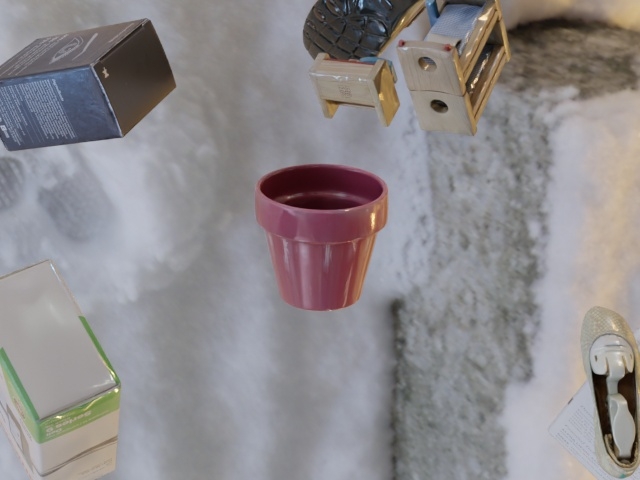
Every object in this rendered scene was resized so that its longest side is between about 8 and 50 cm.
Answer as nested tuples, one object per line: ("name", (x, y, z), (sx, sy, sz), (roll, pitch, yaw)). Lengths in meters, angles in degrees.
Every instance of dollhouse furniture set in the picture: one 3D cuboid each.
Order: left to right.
("dollhouse furniture set", (0.093, -0.214, 1.223), (0.129, 0.184, 0.129), (-62, 148, -30))

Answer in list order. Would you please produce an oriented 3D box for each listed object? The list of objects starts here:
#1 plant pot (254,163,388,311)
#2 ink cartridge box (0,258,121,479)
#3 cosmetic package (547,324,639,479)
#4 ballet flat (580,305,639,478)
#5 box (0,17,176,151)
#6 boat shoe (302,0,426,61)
("plant pot", (0.000, 0.000, 1.675), (0.201, 0.201, 0.180), (-11, 117, -25))
("ink cartridge box", (-0.367, 0.197, 1.489), (0.122, 0.211, 0.289), (-24, 154, -25))
("cosmetic package", (0.382, 0.195, 1.266), (0.151, 0.151, 0.183), (-39, 161, -22))
("ballet flat", (0.286, 0.143, 1.066), (0.057, 0.052, 0.168), (-6, 78, 2))
("box", (-0.327, -0.209, 1.495), (0.153, 0.207, 0.108), (-54, 133, -47))
("boat shoe", (0.099, -0.347, 1.585), (0.120, 0.324, 0.122), (-38, 94, -39))
